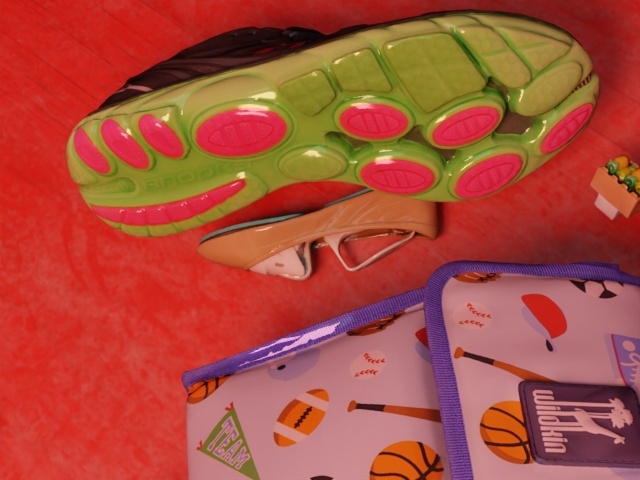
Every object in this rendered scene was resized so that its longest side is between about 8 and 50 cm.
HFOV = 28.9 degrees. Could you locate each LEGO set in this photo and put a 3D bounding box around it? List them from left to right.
[{"bbox_3d":[0.312,0.033,1.009,0.132,0.107,0.287,-12,65,8],"label":"LEGO set"}]

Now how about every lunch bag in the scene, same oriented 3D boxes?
[{"bbox_3d":[0.102,0.204,0.919,0.385,0.239,0.328,-19,46,13],"label":"lunch bag"}]

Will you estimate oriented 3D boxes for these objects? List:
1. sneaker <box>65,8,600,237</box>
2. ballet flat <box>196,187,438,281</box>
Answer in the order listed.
[{"bbox_3d":[0.005,-0.137,1.125,0.482,0.185,0.202,-5,38,12],"label":"sneaker"},{"bbox_3d":[0.000,0.000,1.164,0.232,0.080,0.073,-17,82,5],"label":"ballet flat"}]
